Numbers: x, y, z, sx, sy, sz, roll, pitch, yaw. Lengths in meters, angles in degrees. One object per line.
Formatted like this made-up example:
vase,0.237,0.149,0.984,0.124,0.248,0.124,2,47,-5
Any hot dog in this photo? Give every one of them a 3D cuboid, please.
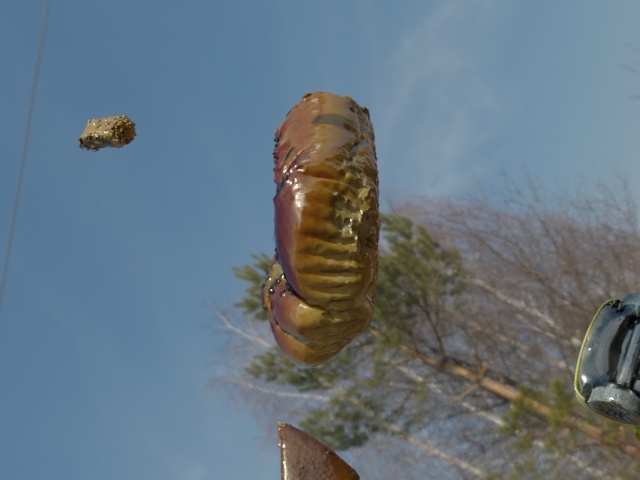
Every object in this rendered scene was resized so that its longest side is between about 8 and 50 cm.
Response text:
hot dog,0.000,0.000,1.227,0.365,0.196,0.367,-93,3,-53

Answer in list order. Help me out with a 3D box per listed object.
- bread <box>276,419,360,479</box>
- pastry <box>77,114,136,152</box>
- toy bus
bread,-0.001,0.183,0.567,0.062,0.109,0.043,-6,-40,-6
pastry,-0.419,-0.213,1.509,0.056,0.140,0.080,58,-136,-38
toy bus,0.459,0.179,0.846,0.144,0.330,0.152,-63,-31,-22
